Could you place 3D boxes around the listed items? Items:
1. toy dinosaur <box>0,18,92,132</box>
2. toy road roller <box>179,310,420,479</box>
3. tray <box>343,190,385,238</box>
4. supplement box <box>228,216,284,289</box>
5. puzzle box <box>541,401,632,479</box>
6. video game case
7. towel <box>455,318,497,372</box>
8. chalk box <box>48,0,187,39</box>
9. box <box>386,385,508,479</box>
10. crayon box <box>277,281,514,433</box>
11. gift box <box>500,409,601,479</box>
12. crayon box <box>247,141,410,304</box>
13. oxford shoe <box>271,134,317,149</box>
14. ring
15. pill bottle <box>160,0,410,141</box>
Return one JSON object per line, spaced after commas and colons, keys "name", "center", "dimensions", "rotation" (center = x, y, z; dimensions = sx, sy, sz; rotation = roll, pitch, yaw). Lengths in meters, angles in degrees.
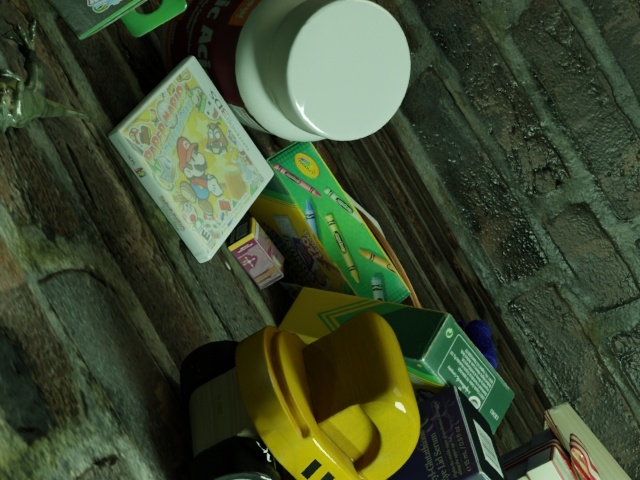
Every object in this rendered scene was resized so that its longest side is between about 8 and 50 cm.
{"name": "toy dinosaur", "center": [-0.322, -0.172, 1.385], "dimensions": [0.268, 0.064, 0.118], "rotation": [-34, 100, -79]}
{"name": "toy road roller", "center": [0.016, 0.223, 1.377], "dimensions": [0.329, 0.241, 0.202], "rotation": [50, 17, -36]}
{"name": "tray", "center": [0.074, -0.023, 2.557], "dimensions": [0.270, 0.030, 0.145], "rotation": [40, 25, -56]}
{"name": "supplement box", "center": [-0.091, 0.018, 1.845], "dimensions": [0.083, 0.043, 0.055], "rotation": [53, 15, -22]}
{"name": "puzzle box", "center": [0.476, 0.519, 2.307], "dimensions": [0.272, 0.052, 0.409], "rotation": [-127, -155, -45]}
{"name": "video game case", "center": [-0.165, -0.112, 1.724], "dimensions": [0.206, 0.026, 0.227], "rotation": [55, 36, -18]}
{"name": "towel", "center": [0.199, 0.263, 2.062], "dimensions": [0.076, 0.227, 0.308], "rotation": [29, 18, -4]}
{"name": "chalk box", "center": [-0.293, -0.403, 1.714], "dimensions": [0.289, 0.180, 0.179], "rotation": [52, 16, -34]}
{"name": "box", "center": [0.126, 0.311, 1.665], "dimensions": [0.108, 0.207, 0.153], "rotation": [49, 17, -37]}
{"name": "crayon box", "center": [0.085, 0.166, 1.820], "dimensions": [0.323, 0.083, 0.203], "rotation": [9, -31, 45]}
{"name": "gift box", "center": [0.340, 0.441, 2.061], "dimensions": [0.255, 0.258, 0.276], "rotation": [59, 14, -4]}
{"name": "crayon box", "center": [0.000, 0.000, 1.929], "dimensions": [0.278, 0.081, 0.165], "rotation": [56, -24, 1]}
{"name": "oxford shoe", "center": [-0.067, -0.252, 2.422], "dimensions": [0.096, 0.083, 0.227], "rotation": [42, 21, -41]}
{"name": "ring", "center": [0.088, 0.098, 2.070], "dimensions": [0.336, 0.032, 0.336], "rotation": [57, -16, 27]}
{"name": "pill bottle", "center": [-0.056, -0.262, 1.847], "dimensions": [0.224, 0.224, 0.392], "rotation": [52, -15, -29]}
